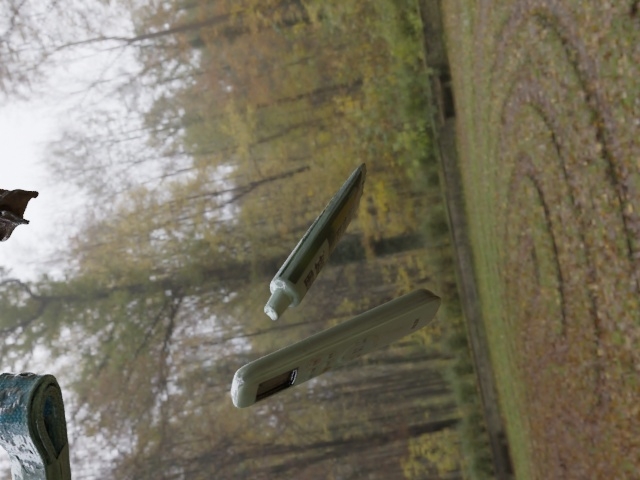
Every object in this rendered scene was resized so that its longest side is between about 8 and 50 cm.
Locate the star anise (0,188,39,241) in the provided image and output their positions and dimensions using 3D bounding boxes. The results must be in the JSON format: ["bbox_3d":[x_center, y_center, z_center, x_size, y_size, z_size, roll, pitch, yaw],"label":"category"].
[{"bbox_3d":[-0.531,-0.028,1.265,0.063,0.171,0.208,54,-165,-31],"label":"star anise"}]

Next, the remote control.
[{"bbox_3d":[0.023,0.137,1.038,0.038,0.309,0.090,58,154,24],"label":"remote control"}]

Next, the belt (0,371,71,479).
[{"bbox_3d":[-0.347,0.302,0.975,0.087,0.072,0.302,-82,-10,-72],"label":"belt"}]

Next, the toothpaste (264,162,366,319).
[{"bbox_3d":[0.000,0.000,0.742,0.049,0.031,0.204,95,-159,-45],"label":"toothpaste"}]
